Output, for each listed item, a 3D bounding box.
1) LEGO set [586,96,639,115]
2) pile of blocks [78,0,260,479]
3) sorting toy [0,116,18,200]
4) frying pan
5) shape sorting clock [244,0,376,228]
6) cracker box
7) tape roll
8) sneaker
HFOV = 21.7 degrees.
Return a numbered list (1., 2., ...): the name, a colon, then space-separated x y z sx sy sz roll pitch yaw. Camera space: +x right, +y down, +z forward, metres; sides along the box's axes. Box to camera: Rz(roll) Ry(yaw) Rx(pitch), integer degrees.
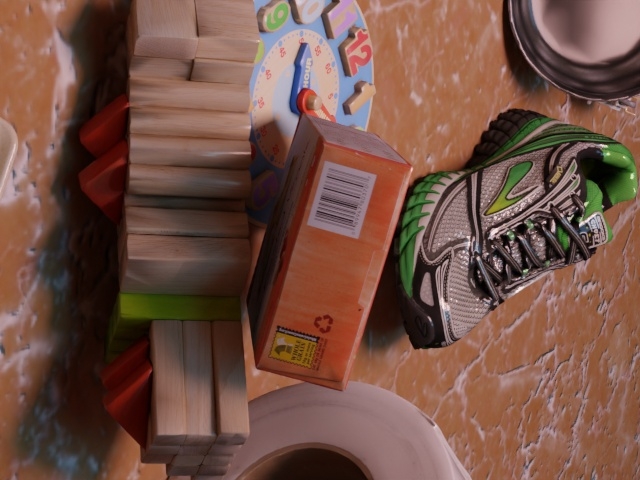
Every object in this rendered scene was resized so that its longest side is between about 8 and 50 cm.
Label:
1. LEGO set: 0.328 -0.276 1.719 0.132 0.107 0.287 -128 -121 -89
2. pile of blocks: -0.114 -0.014 1.146 0.112 0.149 0.362 3 86 -15
3. sorting toy: -0.264 -0.013 0.949 0.208 0.038 0.193 31 73 -55
4. frying pan: 0.234 -0.282 1.613 0.197 0.053 0.326 -41 99 -2
5. shape sorting clock: -0.019 -0.109 1.299 0.206 0.040 0.206 -21 115 -53
6. cracker box: 0.000 0.000 1.175 0.232 0.067 0.155 -113 -141 -81
7. tape roll: 0.011 0.250 1.256 0.246 0.246 0.169 -62 143 -26
8. sneaker: 0.179 -0.017 1.533 0.343 0.146 0.134 -45 134 -41
